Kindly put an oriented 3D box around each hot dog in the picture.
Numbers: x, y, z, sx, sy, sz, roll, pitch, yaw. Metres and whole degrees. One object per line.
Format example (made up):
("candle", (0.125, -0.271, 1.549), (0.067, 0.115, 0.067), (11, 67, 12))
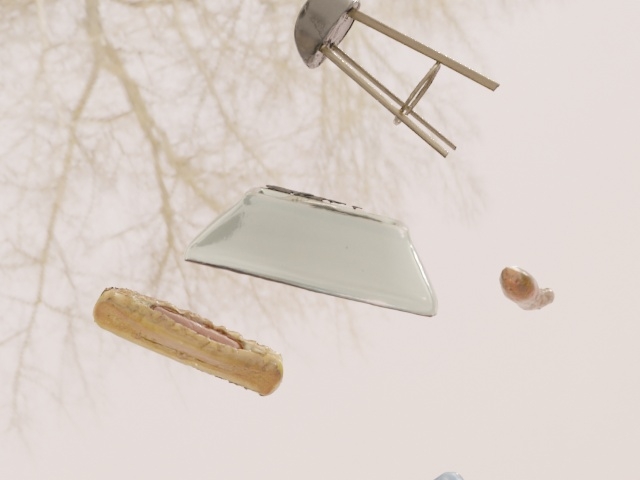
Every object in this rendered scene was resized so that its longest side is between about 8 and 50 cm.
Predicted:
("hot dog", (-0.184, 0.140, 1.640), (0.289, 0.083, 0.068), (24, -135, -10))

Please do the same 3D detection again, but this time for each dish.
("dish", (0.000, 0.000, 1.124), (0.243, 0.080, 0.182), (12, -173, 0))

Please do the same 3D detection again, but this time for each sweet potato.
("sweet potato", (0.303, 0.076, 1.663), (0.050, 0.214, 0.050), (-6, -105, 25))

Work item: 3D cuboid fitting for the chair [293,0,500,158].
("chair", (0.070, -0.179, 1.240), (0.221, 0.095, 0.104), (38, -108, 1))

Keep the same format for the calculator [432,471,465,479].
("calculator", (0.147, 0.415, 1.623), (0.210, 0.039, 0.121), (-39, -128, 24))
